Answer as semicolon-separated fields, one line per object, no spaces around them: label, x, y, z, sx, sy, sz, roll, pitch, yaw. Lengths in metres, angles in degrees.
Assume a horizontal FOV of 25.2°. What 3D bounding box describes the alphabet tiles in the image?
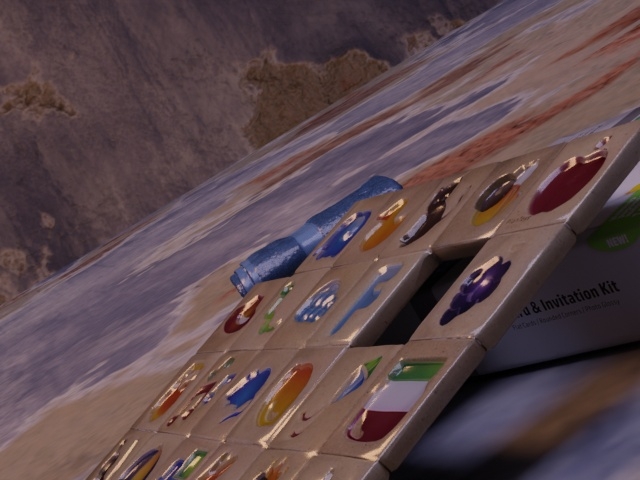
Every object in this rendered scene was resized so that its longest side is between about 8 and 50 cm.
alphabet tiles;-0.016;0.051;0.453;0.198;0.009;0.237;-49;13;-19

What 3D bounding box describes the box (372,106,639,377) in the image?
box;0.109;-0.013;0.462;0.145;0.038;0.186;-36;10;-35

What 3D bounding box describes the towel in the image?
towel;0.000;0.000;0.874;0.119;0.029;0.067;-31;8;-4
